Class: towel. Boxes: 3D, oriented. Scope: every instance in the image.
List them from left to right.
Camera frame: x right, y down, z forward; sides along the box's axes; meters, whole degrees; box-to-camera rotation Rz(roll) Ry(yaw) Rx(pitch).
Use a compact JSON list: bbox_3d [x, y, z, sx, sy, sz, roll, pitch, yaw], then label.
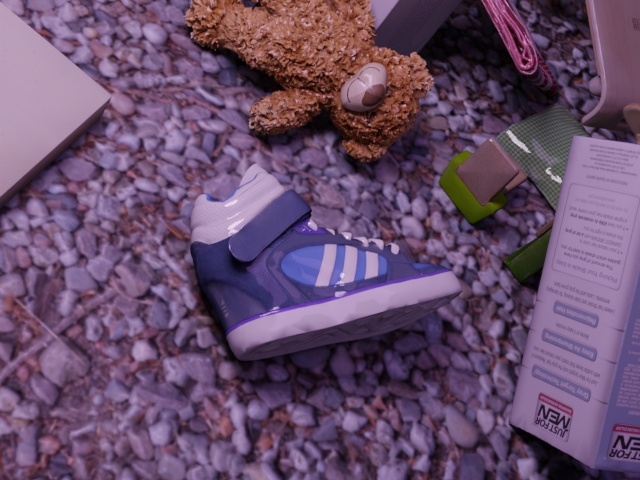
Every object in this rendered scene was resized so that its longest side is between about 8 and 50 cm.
[{"bbox_3d":[0.266,-0.322,1.789,0.237,0.037,0.329,64,15,6],"label":"towel"}]

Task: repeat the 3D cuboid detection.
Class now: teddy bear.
[{"bbox_3d":[-0.016,-0.254,1.655,0.245,0.113,0.338,-31,79,-16],"label":"teddy bear"}]

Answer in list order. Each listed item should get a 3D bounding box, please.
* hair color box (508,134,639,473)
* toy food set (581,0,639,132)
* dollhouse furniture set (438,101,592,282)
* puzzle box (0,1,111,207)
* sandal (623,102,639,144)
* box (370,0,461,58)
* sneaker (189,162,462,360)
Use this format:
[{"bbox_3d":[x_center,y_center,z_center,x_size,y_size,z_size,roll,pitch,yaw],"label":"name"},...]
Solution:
[{"bbox_3d":[0.357,0.072,1.524,0.113,0.185,0.375,10,95,-24],"label":"hair color box"},{"bbox_3d":[0.449,-0.318,1.950,0.219,0.092,0.306,2,77,-43],"label":"toy food set"},{"bbox_3d":[0.344,-0.106,1.765,0.301,0.151,0.197,-30,78,-38],"label":"dollhouse furniture set"},{"bbox_3d":[-0.477,-0.212,1.450,0.409,0.052,0.272,40,51,-1],"label":"puzzle box"},{"bbox_3d":[0.512,-0.093,1.874,0.240,0.088,0.079,45,71,-25],"label":"sandal"},{"bbox_3d":[0.091,-0.370,1.769,0.119,0.182,0.181,-11,68,-33],"label":"box"},{"bbox_3d":[-0.001,0.000,1.526,0.322,0.130,0.236,-11,72,-27],"label":"sneaker"}]
